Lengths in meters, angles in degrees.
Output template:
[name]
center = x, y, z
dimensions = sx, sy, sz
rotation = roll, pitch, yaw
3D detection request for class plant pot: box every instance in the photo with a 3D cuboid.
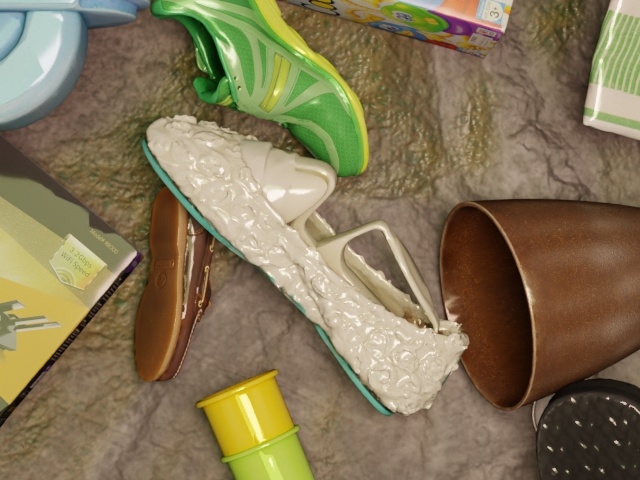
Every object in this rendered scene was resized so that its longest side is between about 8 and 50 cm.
[plant pot]
center = 0.271, 0.044, 1.583
dimensions = 0.230, 0.215, 0.215
rotation = -12, 86, -17

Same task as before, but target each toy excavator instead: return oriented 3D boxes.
[toy excavator]
center = -0.378, -0.150, 1.483
dimensions = 0.433, 0.222, 0.445
rotation = -2, 90, -6

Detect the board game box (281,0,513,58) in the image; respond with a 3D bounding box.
[board game box]
center = 0.068, -0.305, 1.617
dimensions = 0.275, 0.144, 0.142
rotation = 16, 85, -1

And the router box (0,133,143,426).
[router box]
center = -0.377, 0.009, 1.597
dimensions = 0.309, 0.081, 0.243
rotation = 39, 83, 1

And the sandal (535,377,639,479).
[sandal]
center = 0.313, 0.345, 1.560
dimensions = 0.167, 0.107, 0.446
rotation = 3, 107, 24

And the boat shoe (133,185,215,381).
[boat shoe]
center = -0.143, 0.048, 1.613
dimensions = 0.073, 0.073, 0.207
rotation = 10, 91, -42

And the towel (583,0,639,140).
[towel]
center = 0.422, -0.246, 1.606
dimensions = 0.248, 0.038, 0.325
rotation = 13, 105, -17

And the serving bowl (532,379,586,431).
[serving bowl]
center = 0.265, 0.186, 1.644
dimensions = 0.083, 0.027, 0.083
rotation = 0, 85, -3

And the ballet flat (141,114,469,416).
[ballet flat]
center = 0.000, 0.000, 1.584
dimensions = 0.147, 0.147, 0.409
rotation = -43, 96, -6

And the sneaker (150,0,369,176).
[sneaker]
center = -0.066, -0.168, 1.585
dimensions = 0.123, 0.109, 0.295
rotation = -48, 110, -16

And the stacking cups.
[stacking cups]
center = -0.027, 0.294, 1.584
dimensions = 0.096, 0.096, 0.316
rotation = -22, 86, -5
